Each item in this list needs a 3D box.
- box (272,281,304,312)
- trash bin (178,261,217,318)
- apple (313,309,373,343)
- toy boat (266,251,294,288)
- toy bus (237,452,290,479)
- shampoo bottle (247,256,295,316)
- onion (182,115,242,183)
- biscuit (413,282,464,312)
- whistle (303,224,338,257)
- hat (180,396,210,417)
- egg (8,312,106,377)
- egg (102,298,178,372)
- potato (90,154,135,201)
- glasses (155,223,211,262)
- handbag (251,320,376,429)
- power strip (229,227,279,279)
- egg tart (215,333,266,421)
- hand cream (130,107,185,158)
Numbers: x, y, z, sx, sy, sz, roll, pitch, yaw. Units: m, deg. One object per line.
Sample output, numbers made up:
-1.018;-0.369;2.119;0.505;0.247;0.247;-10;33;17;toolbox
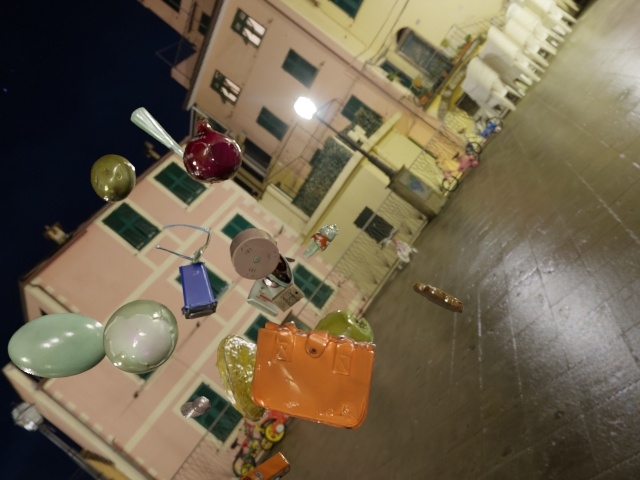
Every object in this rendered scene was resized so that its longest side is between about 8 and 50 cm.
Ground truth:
-0.095;0.167;1.269;0.083;0.053;0.024;-39;23;13;box
-0.566;0.226;1.977;0.162;0.235;0.184;-10;-18;-20;trash bin
0.107;0.463;2.016;0.254;0.292;0.292;-49;0;21;apple
-0.196;0.107;1.762;0.114;0.262;0.115;-35;-36;-25;toy boat
-0.311;1.105;1.956;0.408;0.093;0.092;-17;-50;-41;toy bus
-0.206;0.182;1.934;0.284;0.153;0.071;-66;5;-31;shampoo bottle
-0.344;-0.296;1.388;0.139;0.218;0.195;-10;1;40;onion
0.456;0.216;1.679;0.041;0.208;0.290;-63;-26;-7;biscuit
0.000;0.000;2.411;0.253;0.106;0.101;-45;28;-14;whistle
-0.370;0.488;1.284;0.058;0.086;0.042;-98;12;-65;hat
-1.129;0.455;1.889;0.276;0.388;0.276;180;90;-72;egg
-0.701;0.379;1.706;0.278;0.278;0.336;-52;25;-4;egg
-0.806;-0.237;1.675;0.251;0.159;0.174;4;68;56;potato
-0.583;0.019;1.873;0.220;0.088;0.190;6;-49;-47;glasses
-0.027;0.457;1.494;0.116;0.409;0.304;-18;-65;-75;handbag
-0.205;0.042;1.362;0.154;0.154;0.078;-53;29;11;power strip
-0.336;0.643;2.096;0.178;0.443;0.443;-24;0;5;egg tart
-0.580;-0.381;1.658;0.067;0.320;0.109;-49;12;2;hand cream
